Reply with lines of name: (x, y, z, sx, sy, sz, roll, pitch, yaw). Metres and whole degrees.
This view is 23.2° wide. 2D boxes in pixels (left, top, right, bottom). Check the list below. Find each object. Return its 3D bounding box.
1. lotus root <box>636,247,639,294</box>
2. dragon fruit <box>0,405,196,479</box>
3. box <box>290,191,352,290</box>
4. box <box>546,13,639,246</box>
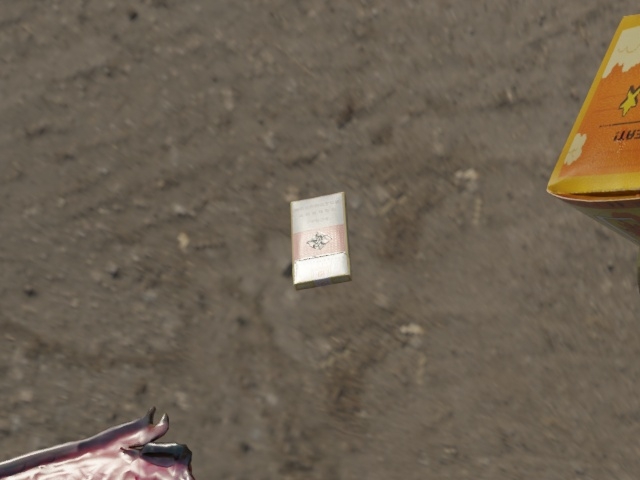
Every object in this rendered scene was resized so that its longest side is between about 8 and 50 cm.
lotus root: (0.415, 0.034, 1.823, 0.089, 0.179, 0.080, -9, 33, 10)
dragon fruit: (-0.143, 0.204, 0.655, 0.161, 0.126, 0.274, 8, 53, 6)
box: (0.000, 0.000, 1.216, 0.046, 0.012, 0.083, -10, 50, 9)
box: (0.409, -0.064, 1.423, 0.283, 0.259, 0.214, 28, 82, -20)
